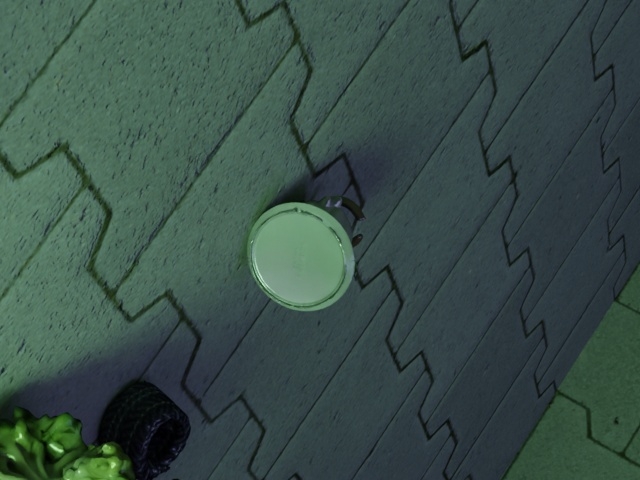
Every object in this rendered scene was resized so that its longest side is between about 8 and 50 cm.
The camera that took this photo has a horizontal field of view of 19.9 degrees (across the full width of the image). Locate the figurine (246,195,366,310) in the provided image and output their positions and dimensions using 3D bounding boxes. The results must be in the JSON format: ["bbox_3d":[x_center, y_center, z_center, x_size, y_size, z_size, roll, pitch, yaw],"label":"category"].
[{"bbox_3d":[0.000,0.000,2.096,0.132,0.132,0.154,-70,169,23],"label":"figurine"}]

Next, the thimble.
[{"bbox_3d":[-0.189,0.206,1.987,0.095,0.066,0.104,-38,150,-40],"label":"thimble"}]

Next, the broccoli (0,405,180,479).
[{"bbox_3d":[-0.255,0.309,1.657,0.293,0.281,0.348,-61,154,-11],"label":"broccoli"}]
